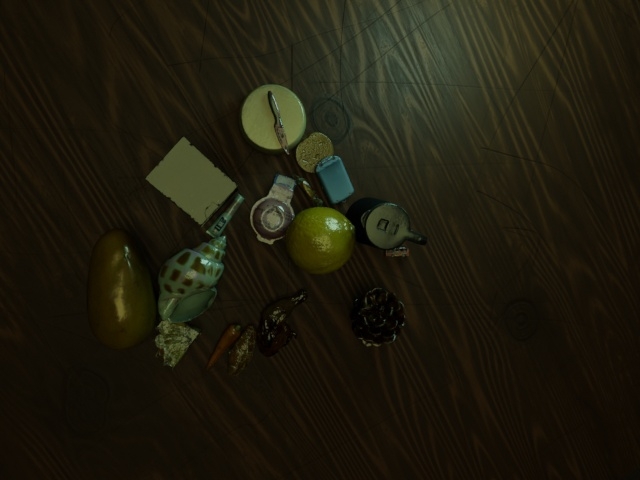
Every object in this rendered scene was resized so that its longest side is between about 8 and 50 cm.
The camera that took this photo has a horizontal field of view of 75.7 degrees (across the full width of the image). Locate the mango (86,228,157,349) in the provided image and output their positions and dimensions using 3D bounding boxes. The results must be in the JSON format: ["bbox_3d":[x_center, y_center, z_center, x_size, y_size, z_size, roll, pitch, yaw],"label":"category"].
[{"bbox_3d":[-0.738,0.178,1.518,0.231,0.300,0.447,-8,98,-29],"label":"mango"}]

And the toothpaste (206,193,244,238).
[{"bbox_3d":[-0.383,-0.098,1.676,0.056,0.036,0.205,37,94,-11],"label":"toothpaste"}]

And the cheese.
[{"bbox_3d":[-0.183,-0.127,1.685,0.188,0.074,0.286,17,90,-12],"label":"cheese"}]

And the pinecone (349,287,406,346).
[{"bbox_3d":[0.243,0.312,1.719,0.243,0.309,0.244,1,63,-2],"label":"pinecone"}]

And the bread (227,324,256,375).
[{"bbox_3d":[-0.324,0.470,1.719,0.104,0.075,0.233,23,90,-47],"label":"bread"}]

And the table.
[{"bbox_3d":[-0.453,-0.210,1.516,0.250,0.282,0.196,41,89,-11],"label":"table"}]

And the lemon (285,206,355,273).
[{"bbox_3d":[-0.001,0.000,1.629,0.292,0.293,0.294,-1,97,-9],"label":"lemon"}]

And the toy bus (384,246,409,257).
[{"bbox_3d":[0.337,0.052,1.814,0.110,0.031,0.043,-3,91,-9],"label":"toy bus"}]

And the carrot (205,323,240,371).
[{"bbox_3d":[-0.414,0.448,1.732,0.061,0.061,0.257,35,100,-12],"label":"carrot"}]

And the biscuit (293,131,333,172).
[{"bbox_3d":[-0.023,-0.354,1.698,0.170,0.050,0.171,-3,104,-14],"label":"biscuit"}]

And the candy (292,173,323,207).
[{"bbox_3d":[-0.050,-0.210,1.709,0.046,0.053,0.182,-41,103,-10],"label":"candy"}]

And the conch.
[{"bbox_3d":[-0.491,0.143,1.601,0.367,0.197,0.249,-34,128,8],"label":"conch"}]

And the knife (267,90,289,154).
[{"bbox_3d":[-0.163,-0.447,1.573,0.035,0.018,0.248,-17,99,-10],"label":"knife"}]

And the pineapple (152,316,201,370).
[{"bbox_3d":[-0.580,0.392,1.663,0.185,0.114,0.237,-5,95,-8],"label":"pineapple"}]

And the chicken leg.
[{"bbox_3d":[-0.168,0.348,1.748,0.177,0.083,0.323,13,96,-20],"label":"chicken leg"}]

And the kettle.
[{"bbox_3d":[0.246,-0.045,1.646,0.203,0.308,0.262,-41,101,-2],"label":"kettle"}]

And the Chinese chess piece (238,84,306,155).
[{"bbox_3d":[-0.190,-0.474,1.627,0.272,0.102,0.274,-1,95,-9],"label":"Chinese chess piece"}]

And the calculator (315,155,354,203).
[{"bbox_3d":[0.060,-0.246,1.706,0.121,0.039,0.210,-30,117,-5],"label":"calculator"}]
